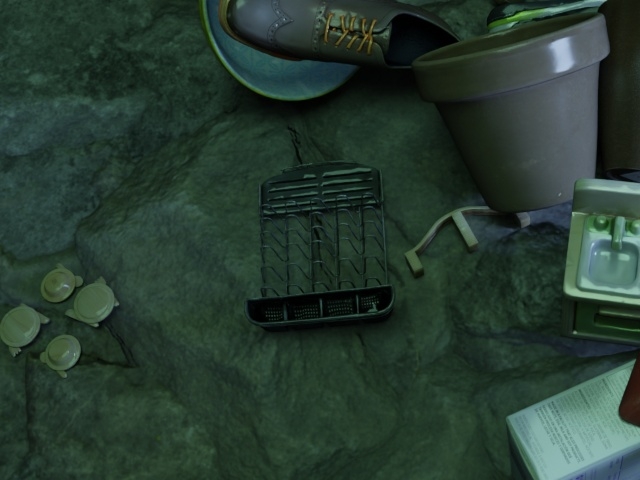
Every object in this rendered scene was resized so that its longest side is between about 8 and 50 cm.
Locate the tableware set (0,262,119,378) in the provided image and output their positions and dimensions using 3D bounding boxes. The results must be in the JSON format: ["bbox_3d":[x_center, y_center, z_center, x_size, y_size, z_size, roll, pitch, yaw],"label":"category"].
[{"bbox_3d":[-0.385,0.112,1.600,0.141,0.020,0.168,31,75,24],"label":"tableware set"}]

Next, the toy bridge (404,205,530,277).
[{"bbox_3d":[0.204,-0.014,1.543,0.188,0.026,0.063,-25,62,-2],"label":"toy bridge"}]

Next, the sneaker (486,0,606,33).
[{"bbox_3d":[0.363,-0.309,1.641,0.235,0.084,0.097,-5,88,10],"label":"sneaker"}]

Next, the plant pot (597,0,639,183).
[{"bbox_3d":[0.467,-0.192,1.495,0.215,0.215,0.230,11,82,16],"label":"plant pot"}]

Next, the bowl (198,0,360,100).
[{"bbox_3d":[-0.066,-0.364,1.672,0.289,0.289,0.156,-43,23,-11],"label":"bowl"}]

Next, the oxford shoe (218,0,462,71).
[{"bbox_3d":[0.037,-0.312,1.563,0.364,0.133,0.130,2,104,-22],"label":"oxford shoe"}]

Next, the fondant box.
[{"bbox_3d":[0.388,0.215,1.279,0.330,0.238,0.096,-23,61,-1],"label":"fondant box"}]

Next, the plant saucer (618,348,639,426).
[{"bbox_3d":[0.481,0.112,1.150,0.258,0.047,0.259,19,68,19],"label":"plant saucer"}]

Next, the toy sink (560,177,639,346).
[{"bbox_3d":[0.385,0.039,1.366,0.153,0.234,0.131,7,66,13],"label":"toy sink"}]

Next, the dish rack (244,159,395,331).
[{"bbox_3d":[0.000,0.000,1.550,0.208,0.074,0.271,-6,64,7],"label":"dish rack"}]

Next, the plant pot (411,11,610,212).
[{"bbox_3d":[0.275,-0.167,1.478,0.263,0.263,0.229,-15,104,4],"label":"plant pot"}]

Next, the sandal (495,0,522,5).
[{"bbox_3d":[0.300,-0.483,1.726,0.088,0.079,0.240,16,83,-24],"label":"sandal"}]
